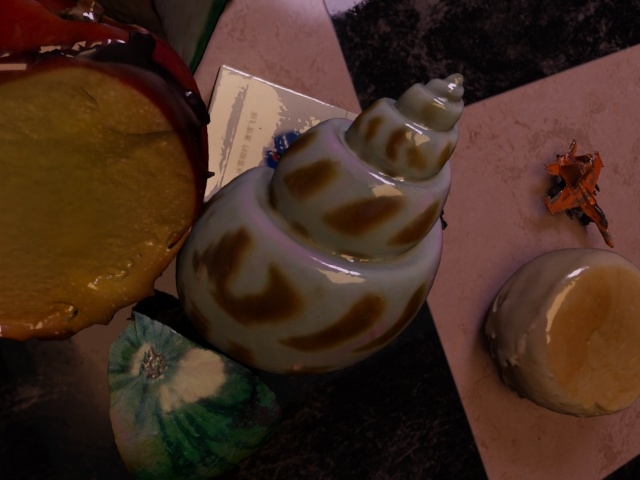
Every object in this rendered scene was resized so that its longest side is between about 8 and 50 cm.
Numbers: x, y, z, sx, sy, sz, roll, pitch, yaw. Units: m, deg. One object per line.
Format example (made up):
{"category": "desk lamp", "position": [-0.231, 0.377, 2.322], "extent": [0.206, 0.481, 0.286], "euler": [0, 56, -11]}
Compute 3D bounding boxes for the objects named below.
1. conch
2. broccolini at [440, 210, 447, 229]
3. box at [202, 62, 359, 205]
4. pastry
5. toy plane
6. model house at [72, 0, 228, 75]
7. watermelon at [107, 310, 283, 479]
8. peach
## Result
{"category": "conch", "position": [0.000, 0.001, 0.474], "extent": [0.249, 0.197, 0.368], "euler": [23, 102, -14]}
{"category": "broccolini", "position": [0.092, 0.046, 0.651], "extent": [0.071, 0.057, 0.254], "euler": [26, 77, 27]}
{"category": "box", "position": [-0.027, -0.094, 0.602], "extent": [0.256, 0.069, 0.164], "euler": [16, 87, -17]}
{"category": "pastry", "position": [0.373, 0.135, 0.694], "extent": [0.264, 0.133, 0.265], "euler": [-1, 92, -16]}
{"category": "toy plane", "position": [0.416, -0.063, 0.748], "extent": [0.135, 0.062, 0.188], "euler": [-41, 116, -12]}
{"category": "model house", "position": [-0.217, -0.368, 0.461], "extent": [0.284, 0.243, 0.299], "euler": [21, 81, -8]}
{"category": "watermelon", "position": [-0.123, 0.186, 0.512], "extent": [0.146, 0.128, 0.231], "euler": [-6, 134, 9]}
{"category": "peach", "position": [-0.254, -0.069, 0.458], "extent": [0.257, 0.201, 0.362], "euler": [3, 131, -27]}
